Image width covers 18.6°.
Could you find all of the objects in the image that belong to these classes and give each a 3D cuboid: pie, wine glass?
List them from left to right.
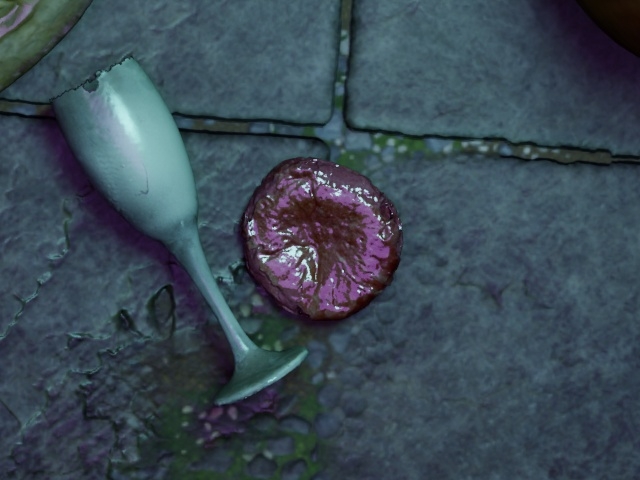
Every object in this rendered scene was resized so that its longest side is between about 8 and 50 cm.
[{"bbox_3d":[-0.200,0.030,1.727,0.264,0.096,0.309,-29,97,8],"label":"wine glass"},{"bbox_3d":[0.000,0.000,1.754,0.153,0.038,0.153,0,99,0],"label":"pie"}]

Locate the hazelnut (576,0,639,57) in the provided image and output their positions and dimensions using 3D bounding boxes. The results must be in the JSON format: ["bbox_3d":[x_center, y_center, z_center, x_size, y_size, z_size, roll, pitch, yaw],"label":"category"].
[{"bbox_3d":[0.342,-0.349,1.531,0.402,0.402,0.429,35,116,-7],"label":"hazelnut"}]

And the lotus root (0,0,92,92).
[{"bbox_3d":[-0.322,-0.239,1.662,0.314,0.142,0.210,-41,136,1],"label":"lotus root"}]
